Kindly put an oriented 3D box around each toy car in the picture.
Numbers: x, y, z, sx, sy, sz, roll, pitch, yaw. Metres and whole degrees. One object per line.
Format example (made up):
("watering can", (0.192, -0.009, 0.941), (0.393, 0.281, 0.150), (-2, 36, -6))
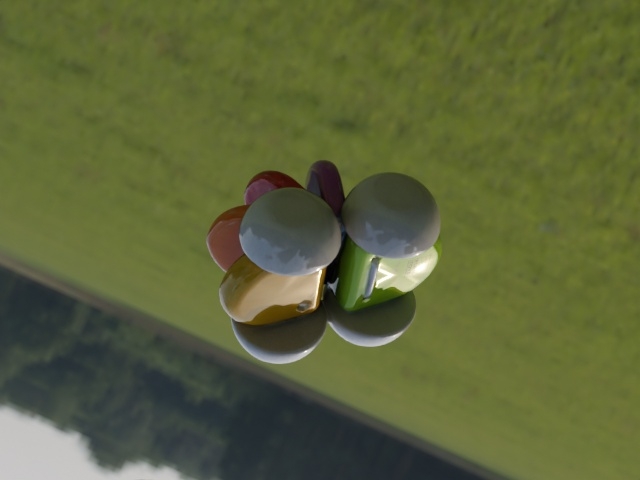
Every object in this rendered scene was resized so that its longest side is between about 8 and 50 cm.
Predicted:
("toy car", (0.000, 0.000, 1.327), (0.182, 0.159, 0.136), (-10, -129, -17))
